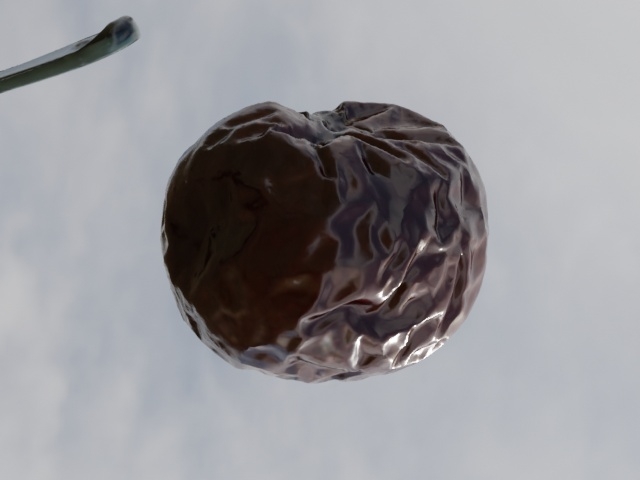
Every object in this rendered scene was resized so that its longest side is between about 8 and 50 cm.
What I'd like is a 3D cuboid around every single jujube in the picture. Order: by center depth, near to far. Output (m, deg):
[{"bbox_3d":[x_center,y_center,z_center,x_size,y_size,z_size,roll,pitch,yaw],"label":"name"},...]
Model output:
[{"bbox_3d":[0.000,0.000,1.361,0.213,0.232,0.213,-1,-91,49],"label":"jujube"}]

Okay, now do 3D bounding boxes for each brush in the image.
[{"bbox_3d":[-0.218,-0.075,1.207,0.297,0.068,0.060,-14,-73,38],"label":"brush"}]
